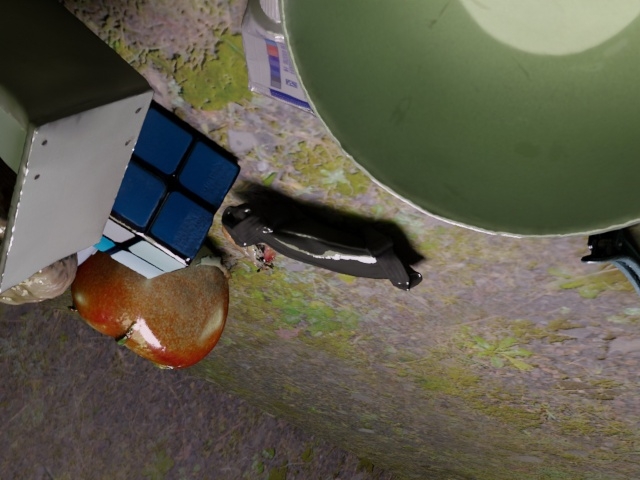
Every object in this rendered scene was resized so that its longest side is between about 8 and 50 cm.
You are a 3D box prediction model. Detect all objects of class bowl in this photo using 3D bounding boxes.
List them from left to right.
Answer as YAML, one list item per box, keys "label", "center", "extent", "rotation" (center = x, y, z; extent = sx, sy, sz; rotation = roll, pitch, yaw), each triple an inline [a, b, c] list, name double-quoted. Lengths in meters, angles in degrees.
- label: "bowl"
  center: [0.137, -0.166, 0.499]
  extent: [0.307, 0.163, 0.307]
  rotation: [12, 132, 13]

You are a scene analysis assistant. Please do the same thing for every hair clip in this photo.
- label: "hair clip"
  center: [0.377, 0.040, 0.947]
  extent: [0.039, 0.070, 0.229]
  rotation: [-4, 152, 42]

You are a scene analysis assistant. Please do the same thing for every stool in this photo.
- label: "stool"
  center: [-0.364, -0.131, 0.907]
  extent: [0.243, 0.170, 0.270]
  rotation: [41, 130, 13]

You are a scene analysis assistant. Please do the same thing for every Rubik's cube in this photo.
- label: "Rubik's cube"
  center: [-0.250, -0.066, 1.139]
  extent: [0.167, 0.183, 0.180]
  rotation: [35, 157, -23]

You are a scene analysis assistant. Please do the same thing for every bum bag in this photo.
- label: "bum bag"
  center: [0.000, 0.000, 1.188]
  extent: [0.326, 0.080, 0.142]
  rotation: [15, 164, 11]

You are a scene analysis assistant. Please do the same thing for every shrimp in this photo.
- label: "shrimp"
  center: [-0.110, 0.007, 1.351]
  extent: [0.101, 0.042, 0.190]
  rotation: [8, 153, 17]

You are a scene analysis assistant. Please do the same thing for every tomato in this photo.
- label: "tomato"
  center: [-0.310, 0.093, 1.478]
  extent: [0.303, 0.239, 0.303]
  rotation: [29, 171, 5]

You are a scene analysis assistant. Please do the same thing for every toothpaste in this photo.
- label: "toothpaste"
  center: [-0.031, -0.199, 0.804]
  extent: [0.099, 0.068, 0.282]
  rotation: [51, 171, 11]

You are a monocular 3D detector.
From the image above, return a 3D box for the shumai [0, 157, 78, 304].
- label: "shumai"
  center: [-0.552, 0.006, 1.121]
  extent: [0.346, 0.283, 0.217]
  rotation: [46, -172, -25]

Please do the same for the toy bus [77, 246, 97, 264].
- label: "toy bus"
  center: [-0.512, -0.080, 1.363]
  extent: [0.287, 0.194, 0.232]
  rotation: [39, 163, -27]
